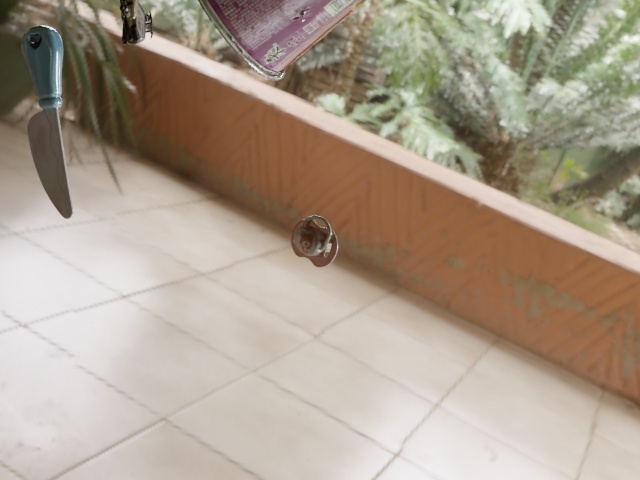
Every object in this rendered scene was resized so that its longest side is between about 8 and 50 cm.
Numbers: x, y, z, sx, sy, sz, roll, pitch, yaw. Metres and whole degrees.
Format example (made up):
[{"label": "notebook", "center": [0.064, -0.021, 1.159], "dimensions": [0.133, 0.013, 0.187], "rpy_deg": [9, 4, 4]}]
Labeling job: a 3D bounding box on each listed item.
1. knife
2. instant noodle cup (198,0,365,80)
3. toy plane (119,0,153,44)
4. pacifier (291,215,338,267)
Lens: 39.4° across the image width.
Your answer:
[{"label": "knife", "center": [-0.347, -0.148, 1.137], "dimensions": [0.058, 0.244, 0.032], "rpy_deg": [0, 8, 13]}, {"label": "instant noodle cup", "center": [-0.058, -0.491, 1.563], "dimensions": [0.340, 0.266, 0.340], "rpy_deg": [50, 21, -27]}, {"label": "toy plane", "center": [-0.236, -0.290, 1.119], "dimensions": [0.031, 0.120, 0.049], "rpy_deg": [-12, -20, 17]}, {"label": "pacifier", "center": [0.000, 0.000, 1.517], "dimensions": [0.099, 0.081, 0.078], "rpy_deg": [30, 13, 34]}]
